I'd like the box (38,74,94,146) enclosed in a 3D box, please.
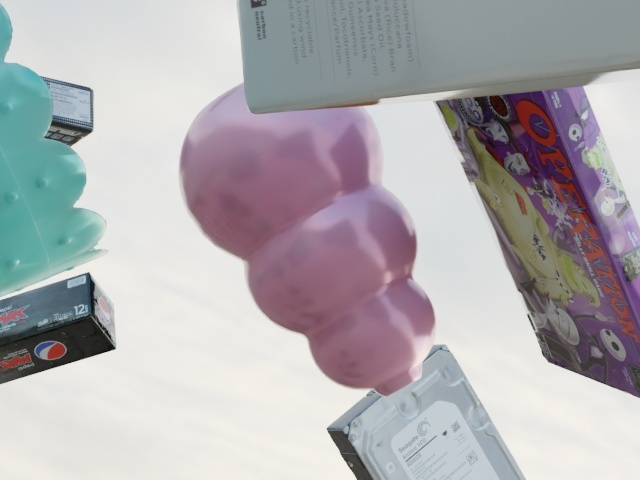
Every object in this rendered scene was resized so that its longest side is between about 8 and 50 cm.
[{"bbox_3d":[-0.442,-0.147,1.835,0.270,0.060,0.216,10,-23,-36],"label":"box"}]

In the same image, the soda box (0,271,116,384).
[{"bbox_3d":[-0.272,0.087,1.374,0.169,0.053,0.060,-17,-40,9],"label":"soda box"}]

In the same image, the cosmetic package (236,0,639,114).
[{"bbox_3d":[0.165,-0.185,1.039,0.453,0.230,0.161,-1,-85,50],"label":"cosmetic package"}]

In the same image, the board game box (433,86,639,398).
[{"bbox_3d":[0.228,-0.010,1.445,0.208,0.056,0.347,13,-47,59],"label":"board game box"}]

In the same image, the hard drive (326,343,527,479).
[{"bbox_3d":[0.187,0.363,2.375,0.339,0.237,0.064,60,-28,-10],"label":"hard drive"}]

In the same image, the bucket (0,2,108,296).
[{"bbox_3d":[-0.299,-0.065,1.131,0.281,0.183,0.281,55,-16,24],"label":"bucket"}]

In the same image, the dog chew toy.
[{"bbox_3d":[0.000,0.000,1.500,0.332,0.206,0.206,62,-28,7],"label":"dog chew toy"}]
